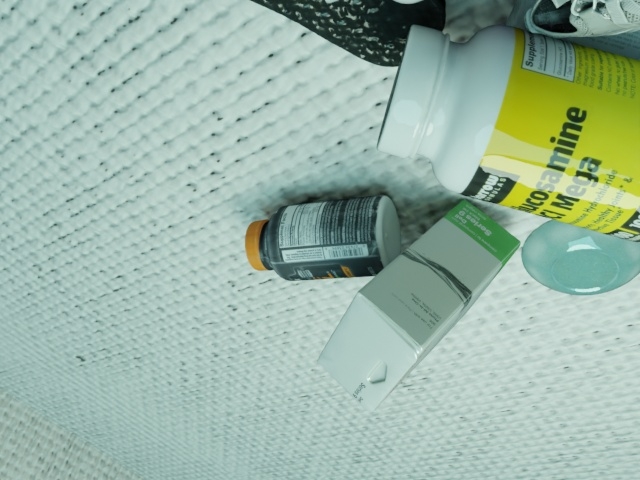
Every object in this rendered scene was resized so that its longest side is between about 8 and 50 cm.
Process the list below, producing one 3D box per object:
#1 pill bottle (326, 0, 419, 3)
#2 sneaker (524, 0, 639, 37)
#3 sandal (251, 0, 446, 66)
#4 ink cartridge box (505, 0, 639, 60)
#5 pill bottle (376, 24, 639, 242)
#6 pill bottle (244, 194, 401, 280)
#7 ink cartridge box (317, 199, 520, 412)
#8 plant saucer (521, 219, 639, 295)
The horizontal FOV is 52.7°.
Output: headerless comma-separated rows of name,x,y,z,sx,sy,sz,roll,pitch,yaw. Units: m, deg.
pill bottle,0.136,-0.331,0.575,0.323,0.181,0.181,-18,130,13
sneaker,0.253,-0.217,0.533,0.115,0.281,0.105,-17,88,3
sandal,-0.045,-0.352,0.735,0.445,0.107,0.167,26,141,-31
ink cartridge box,0.375,-0.202,0.777,0.324,0.071,0.330,17,135,-1
pill bottle,0.240,-0.124,0.710,0.334,0.188,0.188,15,139,2
pill bottle,0.000,0.000,1.067,0.245,0.130,0.130,-5,135,23
ink cartridge box,0.150,0.097,0.991,0.121,0.289,0.211,42,140,15
plant saucer,0.426,0.037,1.043,0.195,0.037,0.195,9,137,8
